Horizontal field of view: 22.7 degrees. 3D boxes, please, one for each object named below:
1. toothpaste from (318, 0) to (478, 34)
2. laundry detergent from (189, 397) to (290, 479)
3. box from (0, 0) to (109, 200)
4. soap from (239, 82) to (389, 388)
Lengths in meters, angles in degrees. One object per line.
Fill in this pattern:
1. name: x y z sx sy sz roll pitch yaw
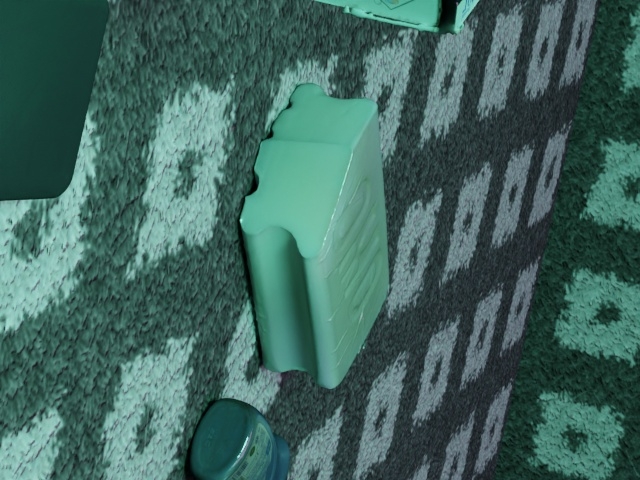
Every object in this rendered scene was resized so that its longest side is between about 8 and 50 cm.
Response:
1. toothpaste: -0.039 -0.215 1.063 0.089 0.312 0.071 -54 153 -47
2. laundry detergent: -0.079 0.237 1.699 0.206 0.061 0.097 61 46 -64
3. box: -0.222 -0.100 1.047 0.230 0.050 0.160 -8 113 -69
4. soap: 0.000 0.000 1.675 0.289 0.095 0.173 84 28 -48
